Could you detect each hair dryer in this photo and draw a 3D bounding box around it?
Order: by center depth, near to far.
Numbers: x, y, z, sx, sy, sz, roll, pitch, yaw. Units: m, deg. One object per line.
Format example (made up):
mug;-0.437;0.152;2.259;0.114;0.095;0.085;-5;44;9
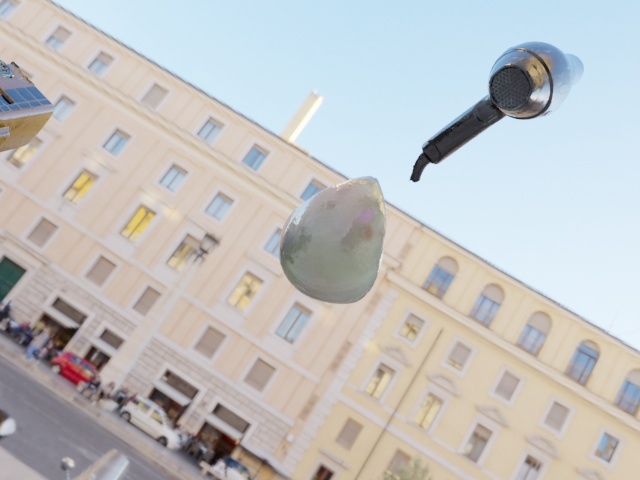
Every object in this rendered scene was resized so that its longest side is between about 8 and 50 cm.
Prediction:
hair dryer;0.210;-0.162;0.894;0.272;0.235;0.091;-32;-93;38

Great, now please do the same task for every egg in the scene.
egg;0.007;0.008;1.308;0.162;0.271;0.206;5;40;-24

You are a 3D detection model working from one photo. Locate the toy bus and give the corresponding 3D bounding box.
toy bus;-0.461;-0.170;0.911;0.114;0.098;0.201;46;19;-5
